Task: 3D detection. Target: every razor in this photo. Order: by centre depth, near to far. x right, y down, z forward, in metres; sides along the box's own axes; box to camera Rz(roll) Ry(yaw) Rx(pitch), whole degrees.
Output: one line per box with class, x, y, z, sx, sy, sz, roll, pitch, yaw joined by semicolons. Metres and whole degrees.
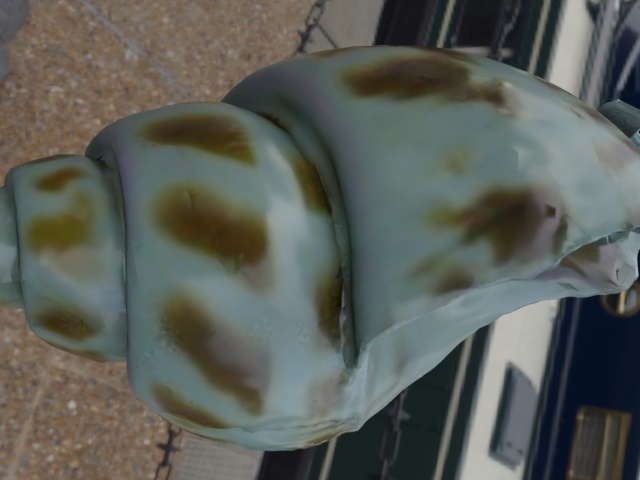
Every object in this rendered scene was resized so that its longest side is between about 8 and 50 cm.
razor;0.319;-0.073;0.832;0.040;0.068;0.135;-42;118;7

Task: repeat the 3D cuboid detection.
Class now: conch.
conch;0.001;0.000;0.452;0.368;0.249;0.197;-23;86;-27
